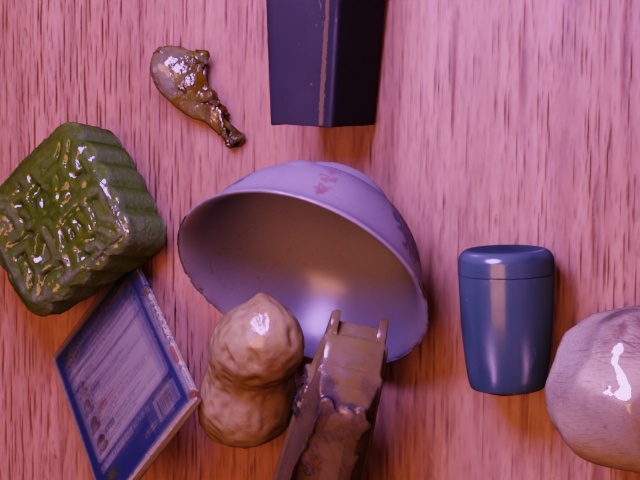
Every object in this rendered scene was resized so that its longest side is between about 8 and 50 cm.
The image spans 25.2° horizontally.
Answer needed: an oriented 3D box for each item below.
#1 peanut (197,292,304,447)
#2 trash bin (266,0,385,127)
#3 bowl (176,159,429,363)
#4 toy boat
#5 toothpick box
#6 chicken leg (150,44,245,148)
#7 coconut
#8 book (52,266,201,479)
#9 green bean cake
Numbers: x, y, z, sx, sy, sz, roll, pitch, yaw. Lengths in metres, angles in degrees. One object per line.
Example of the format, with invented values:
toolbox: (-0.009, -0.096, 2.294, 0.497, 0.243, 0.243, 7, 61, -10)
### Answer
peanut: (-0.089, 0.187, 1.893, 0.147, 0.147, 0.319, 47, 149, 16)
trash bin: (0.008, -0.262, 1.863, 0.115, 0.165, 0.226, 4, 97, 26)
bowl: (0.000, 0.000, 1.856, 0.345, 0.345, 0.157, 4, 51, 26)
toy boat: (0.006, 0.292, 1.884, 0.135, 0.162, 0.446, 12, 120, -3)
toothpick box: (0.233, 0.101, 1.797, 0.120, 0.120, 0.184, 2, 97, 26)
chicken leg: (-0.166, -0.205, 2.010, 0.093, 0.070, 0.178, -40, 83, 17)
coconut: (0.382, 0.172, 1.684, 0.224, 0.224, 0.224, 2, 94, 26)
book: (-0.281, 0.195, 2.030, 0.228, 0.018, 0.322, -51, 41, 20)
green bean cake: (-0.363, -0.024, 2.071, 0.248, 0.125, 0.222, -40, 68, 24)
